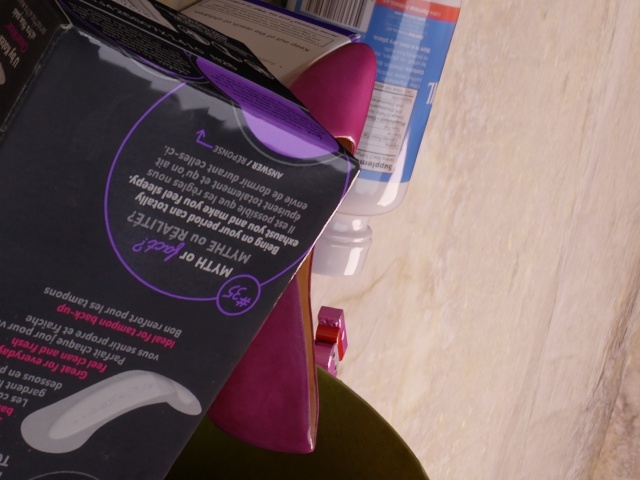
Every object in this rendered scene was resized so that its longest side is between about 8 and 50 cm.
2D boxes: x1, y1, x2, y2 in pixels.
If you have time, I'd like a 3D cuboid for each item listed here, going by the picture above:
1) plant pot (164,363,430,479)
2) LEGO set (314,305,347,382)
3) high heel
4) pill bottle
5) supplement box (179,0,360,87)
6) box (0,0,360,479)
[{"bbox_3d":[-0.109,0.241,0.909,0.275,0.275,0.293,-13,137,-60],"label":"plant pot"},{"bbox_3d":[-0.026,0.159,1.152,0.227,0.087,0.093,83,23,-46],"label":"LEGO set"},{"bbox_3d":[0.000,0.000,0.787,0.244,0.117,0.082,-58,154,-16],"label":"high heel"},{"bbox_3d":[0.016,-0.092,0.999,0.124,0.124,0.221,-12,122,-60],"label":"pill bottle"},{"bbox_3d":[-0.082,-0.061,0.845,0.220,0.114,0.111,-39,143,-48],"label":"supplement box"},{"bbox_3d":[-0.136,0.018,0.638,0.165,0.143,0.270,23,106,-37],"label":"box"}]
